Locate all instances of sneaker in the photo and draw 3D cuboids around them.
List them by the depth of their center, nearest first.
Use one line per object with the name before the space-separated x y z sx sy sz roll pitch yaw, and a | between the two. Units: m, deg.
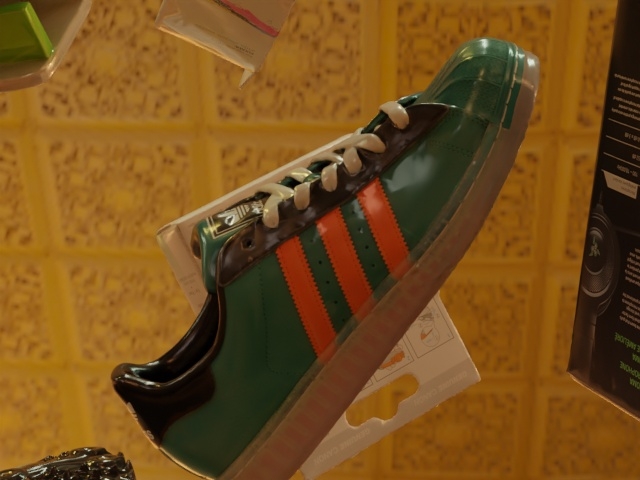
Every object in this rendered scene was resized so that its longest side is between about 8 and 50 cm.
sneaker | -0.162 0.161 0.907 0.085 0.086 0.237 -11 -4 -36
sneaker | 0.000 0.000 0.928 0.121 0.108 0.302 34 -86 -10

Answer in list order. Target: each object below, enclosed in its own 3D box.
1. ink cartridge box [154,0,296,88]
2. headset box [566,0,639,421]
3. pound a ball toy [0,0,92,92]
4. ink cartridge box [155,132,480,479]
ink cartridge box | -0.033 -0.168 0.904 0.067 0.115 0.198 24 -19 -6
headset box | 0.274 -0.028 0.845 0.246 0.131 0.283 0 -76 -22
pound a ball toy | -0.313 -0.148 1.177 0.319 0.135 0.208 -4 -46 23
ink cartridge box | 0.001 0.051 1.328 0.224 0.181 0.056 64 -25 -3
